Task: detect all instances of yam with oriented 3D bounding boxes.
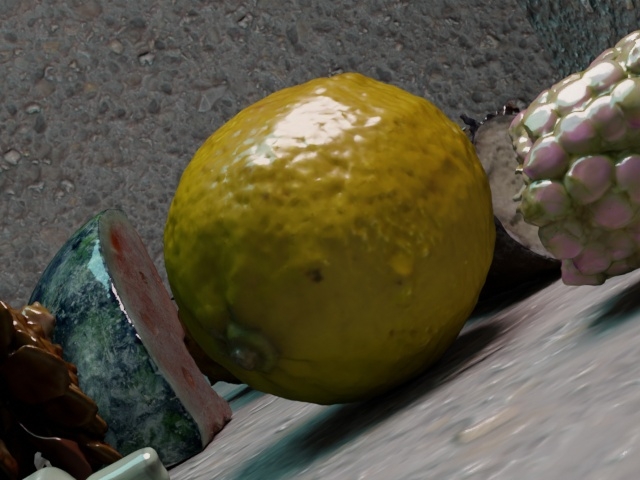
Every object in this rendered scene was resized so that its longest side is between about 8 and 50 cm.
[{"bbox_3d":[0.083,-0.002,0.833,0.131,0.131,0.280,-29,-1,-36],"label":"yam"}]

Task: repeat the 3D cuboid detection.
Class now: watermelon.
[{"bbox_3d":[-0.196,0.118,1.058,0.148,0.318,0.226,-35,-43,10],"label":"watermelon"}]

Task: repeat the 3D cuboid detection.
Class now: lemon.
[{"bbox_3d":[0.006,0.001,0.649,0.192,0.192,0.231,-32,14,47],"label":"lemon"}]

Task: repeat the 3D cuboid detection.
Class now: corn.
[{"bbox_3d":[0.240,-0.091,0.482,0.335,0.126,0.126,-34,-2,9],"label":"corn"}]

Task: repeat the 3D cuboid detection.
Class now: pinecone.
[{"bbox_3d":[-0.292,0.151,0.794,0.264,0.264,0.264,-30,-1,-1],"label":"pinecone"}]

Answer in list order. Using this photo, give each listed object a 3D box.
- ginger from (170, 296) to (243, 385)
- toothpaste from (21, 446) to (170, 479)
[{"bbox_3d":[-0.077,0.079,1.262,0.254,0.176,0.418,-34,-6,-4],"label":"ginger"},{"bbox_3d":[-0.239,0.214,0.522,0.392,0.061,0.099,-33,-16,1],"label":"toothpaste"}]
